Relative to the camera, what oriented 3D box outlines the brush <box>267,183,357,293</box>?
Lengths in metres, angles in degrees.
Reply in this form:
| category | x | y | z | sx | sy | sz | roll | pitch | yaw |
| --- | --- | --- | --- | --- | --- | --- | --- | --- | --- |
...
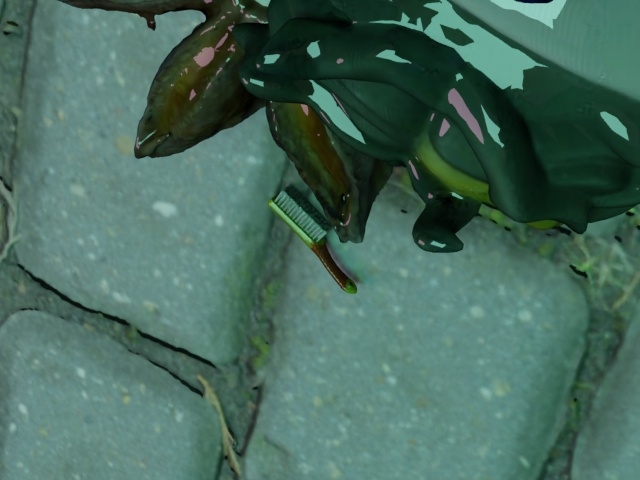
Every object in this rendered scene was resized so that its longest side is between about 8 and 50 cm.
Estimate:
| category | x | y | z | sx | sy | sz | roll | pitch | yaw |
| --- | --- | --- | --- | --- | --- | --- | --- | --- | --- |
| brush | 0.000 | 0.000 | 0.850 | 0.021 | 0.019 | 0.083 | -39 | 91 | 25 |

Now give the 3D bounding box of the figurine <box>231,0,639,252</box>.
| category | x | y | z | sx | sy | sz | roll | pitch | yaw |
| --- | --- | --- | --- | --- | --- | --- | --- | --- | --- |
| figurine | 0.112 | -0.143 | 0.504 | 0.261 | 0.382 | 0.186 | 23 | 134 | 16 |

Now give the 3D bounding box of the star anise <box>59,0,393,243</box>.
| category | x | y | z | sx | sy | sz | roll | pitch | yaw |
| --- | --- | --- | --- | --- | --- | --- | --- | --- | --- |
| star anise | -0.010 | -0.161 | 0.722 | 0.332 | 0.117 | 0.331 | 7 | 116 | 14 |
